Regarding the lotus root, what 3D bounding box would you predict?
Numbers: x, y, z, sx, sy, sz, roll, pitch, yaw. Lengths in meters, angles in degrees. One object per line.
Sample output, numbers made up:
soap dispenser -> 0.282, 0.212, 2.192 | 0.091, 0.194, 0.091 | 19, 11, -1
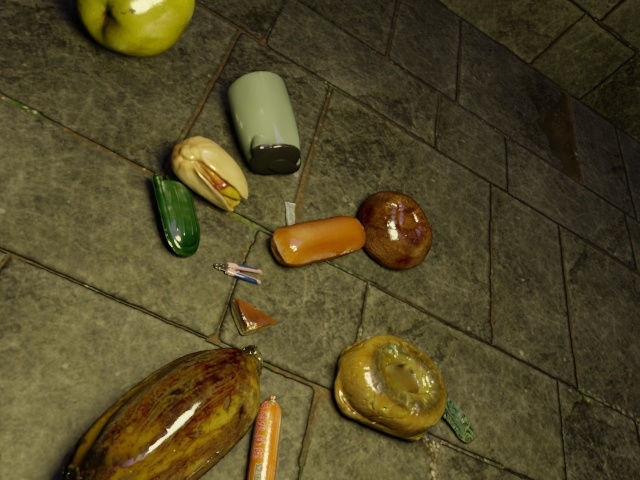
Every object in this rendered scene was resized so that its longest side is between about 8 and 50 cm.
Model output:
lotus root -> -0.243, 0.300, 0.943 | 0.398, 0.196, 0.179 | -31, 116, -44

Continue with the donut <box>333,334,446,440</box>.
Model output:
donut -> 0.158, 0.319, 1.253 | 0.262, 0.128, 0.208 | 26, 49, -20

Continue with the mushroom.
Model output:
mushroom -> 0.204, -0.033, 1.514 | 0.231, 0.138, 0.194 | 50, 47, 5

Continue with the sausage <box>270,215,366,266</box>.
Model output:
sausage -> 0.000, -0.001, 1.383 | 0.275, 0.105, 0.105 | -12, 68, -39

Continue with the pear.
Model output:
pear -> -0.445, -0.593, 1.371 | 0.294, 0.294, 0.294 | 17, 52, -24

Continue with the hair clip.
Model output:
hair clip -> 0.307, 0.388, 1.346 | 0.066, 0.036, 0.229 | -39, 105, -44

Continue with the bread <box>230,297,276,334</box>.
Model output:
bread -> -0.153, 0.173, 1.199 | 0.109, 0.043, 0.062 | 33, 46, -12

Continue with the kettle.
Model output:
kettle -> -0.126, -0.286, 1.468 | 0.221, 0.161, 0.236 | 27, 41, -59

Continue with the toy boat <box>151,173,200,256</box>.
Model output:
toy boat -> -0.316, -0.060, 1.242 | 0.104, 0.052, 0.210 | 13, 52, -53

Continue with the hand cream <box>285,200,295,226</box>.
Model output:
hand cream -> -0.078, -0.062, 1.432 | 0.030, 0.019, 0.093 | 15, 46, -23

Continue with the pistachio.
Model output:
pistachio -> -0.251, -0.158, 1.290 | 0.200, 0.117, 0.145 | 39, 1, -33

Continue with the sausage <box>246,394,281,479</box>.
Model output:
sausage -> -0.111, 0.453, 1.030 | 0.053, 0.053, 0.347 | 21, 51, -21

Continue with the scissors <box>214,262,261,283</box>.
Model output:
scissors -> -0.187, 0.070, 1.268 | 0.113, 0.012, 0.039 | 17, 52, -24
